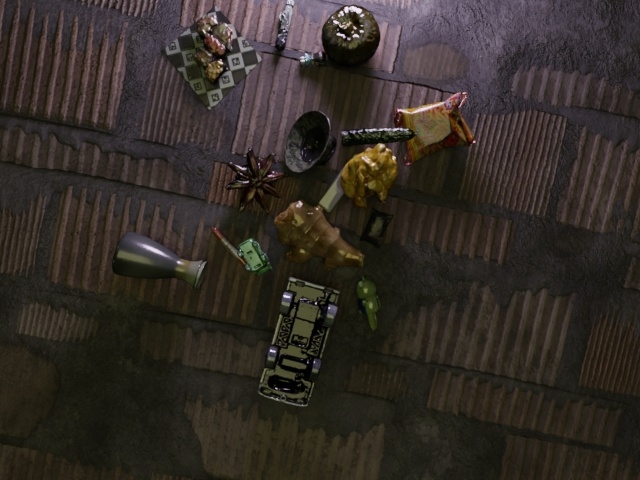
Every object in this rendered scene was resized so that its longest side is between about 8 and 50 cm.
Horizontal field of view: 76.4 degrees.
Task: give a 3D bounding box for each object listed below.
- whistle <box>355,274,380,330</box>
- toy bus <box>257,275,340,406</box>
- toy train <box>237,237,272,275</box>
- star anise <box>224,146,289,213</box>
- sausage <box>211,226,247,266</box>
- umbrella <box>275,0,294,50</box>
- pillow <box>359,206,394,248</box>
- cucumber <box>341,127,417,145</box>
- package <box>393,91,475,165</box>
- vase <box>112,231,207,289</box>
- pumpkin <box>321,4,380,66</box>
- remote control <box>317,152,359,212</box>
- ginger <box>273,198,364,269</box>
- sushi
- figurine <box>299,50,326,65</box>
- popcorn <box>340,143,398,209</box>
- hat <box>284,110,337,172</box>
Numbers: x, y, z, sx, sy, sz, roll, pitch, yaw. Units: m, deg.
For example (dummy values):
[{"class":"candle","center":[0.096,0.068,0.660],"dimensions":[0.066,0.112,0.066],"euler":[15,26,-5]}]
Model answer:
[{"class":"whistle","center":[0.194,0.249,1.637],"dimensions":[0.085,0.105,0.228],"euler":[-8,98,30]},{"class":"toy bus","center":[-0.083,0.371,1.562],"dimensions":[0.209,0.249,0.441],"euler":[15,88,-2]},{"class":"toy train","center":[-0.262,0.068,1.625],"dimensions":[0.099,0.081,0.149],"euler":[-33,88,2]},{"class":"star anise","center":[-0.257,-0.233,1.600],"dimensions":[0.271,0.102,0.272],"euler":[-8,110,-24]},{"class":"sausage","center":[-0.364,0.028,1.640],"dimensions":[0.029,0.029,0.223],"euler":[-41,94,2]},{"class":"umbrella","center":[-0.141,-0.836,1.573],"dimensions":[0.050,0.046,0.189],"euler":[12,93,-22]},{"class":"pillow","center":[0.224,-0.051,1.635],"dimensions":[0.090,0.048,0.150],"euler":[23,96,-5]},{"class":"cucumber","center":[0.225,-0.404,1.573],"dimensions":[0.293,0.067,0.068],"euler":[0,94,13]},{"class":"package","center":[0.441,-0.432,1.584],"dimensions":[0.287,0.108,0.224],"euler":[-12,96,12]},{"class":"vase","center":[-0.614,0.089,1.583],"dimensions":[0.320,0.173,0.174],"euler":[16,94,-8]},{"class":"pumpkin","center":[0.114,-0.768,1.529],"dimensions":[0.223,0.157,0.224],"euler":[0,87,8]},{"class":"remote control","center":[0.087,-0.232,1.632],"dimensions":[0.067,0.029,0.261],"euler":[36,94,-11]},{"class":"ginger","center":[-0.016,0.019,1.583],"dimensions":[0.375,0.166,0.236],"euler":[45,83,2]},{"class":"sushi","center":[-0.426,-0.719,1.572],"dimensions":[0.292,0.059,0.294],"euler":[-41,94,2]},{"class":"figurine","center":[-0.028,-0.710,1.588],"dimensions":[0.105,0.047,0.060],"euler":[-5,58,7]},{"class":"popcorn","center":[0.178,-0.241,1.531],"dimensions":[0.189,0.191,0.254],"euler":[14,103,-15]},{"class":"hat","center":[-0.013,-0.360,1.560],"dimensions":[0.128,0.265,0.266],"euler":[16,95,-38]}]
